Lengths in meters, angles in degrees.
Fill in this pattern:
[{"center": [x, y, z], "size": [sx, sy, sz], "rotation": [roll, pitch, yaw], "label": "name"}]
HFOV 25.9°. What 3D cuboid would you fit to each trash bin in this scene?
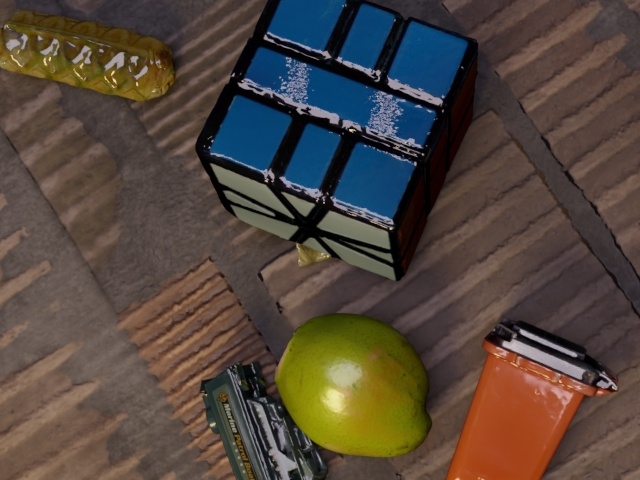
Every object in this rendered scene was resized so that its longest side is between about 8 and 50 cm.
[{"center": [0.277, 0.243, 1.863], "size": [0.184, 0.161, 0.239], "rotation": [22, 96, 11], "label": "trash bin"}]

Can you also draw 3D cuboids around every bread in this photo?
[{"center": [-0.339, -0.270, 2.037], "size": [0.269, 0.098, 0.087], "rotation": [14, 129, 10], "label": "bread"}]

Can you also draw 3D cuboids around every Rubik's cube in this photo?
[{"center": [0.030, -0.142, 1.846], "size": [0.288, 0.293, 0.283], "rotation": [21, 75, 12], "label": "Rubik's cube"}]

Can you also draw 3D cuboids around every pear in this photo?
[{"center": [0.054, 0.198, 1.884], "size": [0.219, 0.187, 0.187], "rotation": [28, 89, 9], "label": "pear"}]

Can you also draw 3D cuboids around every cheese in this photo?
[{"center": [-0.001, 0.000, 1.981], "size": [0.084, 0.041, 0.060], "rotation": [-23, 88, -2], "label": "cheese"}]

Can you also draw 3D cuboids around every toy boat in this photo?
[{"center": [-0.065, 0.307, 1.922], "size": [0.122, 0.114, 0.296], "rotation": [-26, 80, 14], "label": "toy boat"}]
